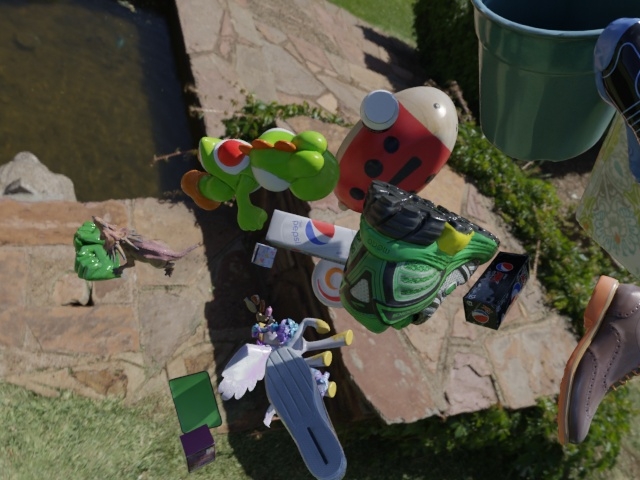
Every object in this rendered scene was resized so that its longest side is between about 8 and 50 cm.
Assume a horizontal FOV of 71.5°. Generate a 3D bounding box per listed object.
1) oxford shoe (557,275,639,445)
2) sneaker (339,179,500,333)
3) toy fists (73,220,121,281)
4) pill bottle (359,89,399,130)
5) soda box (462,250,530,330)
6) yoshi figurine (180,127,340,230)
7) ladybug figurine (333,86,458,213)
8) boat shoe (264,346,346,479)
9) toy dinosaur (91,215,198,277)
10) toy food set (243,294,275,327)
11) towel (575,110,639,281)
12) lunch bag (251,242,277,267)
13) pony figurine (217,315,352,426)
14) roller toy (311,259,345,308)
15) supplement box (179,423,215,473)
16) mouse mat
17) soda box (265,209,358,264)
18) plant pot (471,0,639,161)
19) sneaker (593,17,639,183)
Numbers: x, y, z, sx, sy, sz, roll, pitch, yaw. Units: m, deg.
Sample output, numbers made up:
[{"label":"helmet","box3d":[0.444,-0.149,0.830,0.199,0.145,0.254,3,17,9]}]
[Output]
[{"label":"oxford shoe","box3d":[0.584,0.257,0.905,0.130,0.133,0.363,27,83,-54]},{"label":"sneaker","box3d":[0.115,0.023,0.546,0.134,0.146,0.343,34,15,27]},{"label":"toy fists","box3d":[-0.786,0.033,1.555,0.142,0.096,0.279,-8,46,-25]},{"label":"pill bottle","box3d":[0.131,-0.287,0.992,0.086,0.086,0.152,42,11,-1]},{"label":"soda box","box3d":[0.317,0.084,0.791,0.169,0.060,0.053,-37,124,-38]},{"label":"yoshi figurine","box3d":[-0.107,-0.136,0.920,0.203,0.362,0.203,-29,112,-45]},{"label":"ladybug figurine","box3d":[0.218,-0.233,1.301,0.305,0.449,0.162,29,27,-30]},{"label":"boat shoe","box3d":[-0.037,0.370,0.948,0.109,0.094,0.302,-23,53,-9]},{"label":"toy dinosaur","box3d":[-0.510,0.027,1.300,0.296,0.200,0.127,7,70,-17]},{"label":"toy food set","box3d":[-0.203,0.234,1.522,0.122,0.078,0.019,57,30,2]},{"label":"towel","box3d":[0.574,-0.057,0.681,0.090,0.320,0.374,-13,42,-6]},{"label":"lunch bag","box3d":[-0.199,0.049,1.509,0.053,0.083,0.071,18,90,-50]},{"label":"pony figurine","box3d":[-0.113,0.399,1.440,0.303,0.363,0.351,57,43,-39]},{"label":"roller toy","box3d":[0.075,0.141,1.571,0.209,0.191,0.146,47,9,19]},{"label":"supplement box","box3d":[-0.227,0.386,0.823,0.055,0.083,0.043,-16,49,-28]},{"label":"mouse mat","box3d":[-0.413,0.534,1.467,0.007,0.153,0.189,-9,83,-78]},{"label":"soda box","box3d":[0.000,0.000,1.239,0.286,0.098,0.091,15,81,8]},{"label":"plant pot","box3d":[0.446,-0.350,0.845,0.341,0.334,0.341,-6,57,10]},{"label":"sneaker","box3d":[0.404,-0.153,0.522,0.232,0.081,0.090,53,6,-22]}]
